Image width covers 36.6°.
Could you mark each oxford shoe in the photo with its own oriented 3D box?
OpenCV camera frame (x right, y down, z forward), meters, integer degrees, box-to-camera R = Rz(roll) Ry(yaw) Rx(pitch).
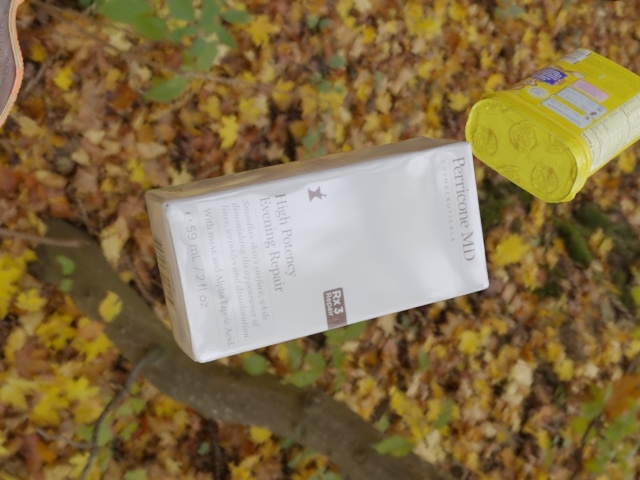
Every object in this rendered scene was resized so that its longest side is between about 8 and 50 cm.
[{"bbox_3d":[-0.582,-0.339,1.620,0.132,0.130,0.363,-53,158,-62],"label":"oxford shoe"}]

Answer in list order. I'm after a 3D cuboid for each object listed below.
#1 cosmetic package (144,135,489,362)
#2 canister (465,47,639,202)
[{"bbox_3d":[0.000,0.000,0.703,0.231,0.085,0.117,-14,103,-18],"label":"cosmetic package"},{"bbox_3d":[0.244,-0.120,0.957,0.170,0.126,0.073,-32,148,-36],"label":"canister"}]
